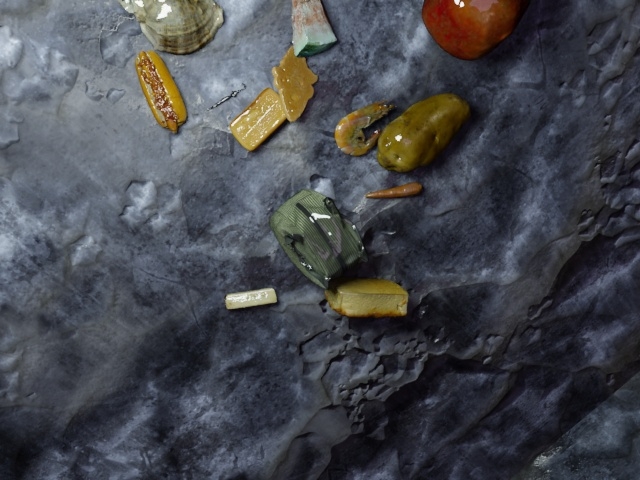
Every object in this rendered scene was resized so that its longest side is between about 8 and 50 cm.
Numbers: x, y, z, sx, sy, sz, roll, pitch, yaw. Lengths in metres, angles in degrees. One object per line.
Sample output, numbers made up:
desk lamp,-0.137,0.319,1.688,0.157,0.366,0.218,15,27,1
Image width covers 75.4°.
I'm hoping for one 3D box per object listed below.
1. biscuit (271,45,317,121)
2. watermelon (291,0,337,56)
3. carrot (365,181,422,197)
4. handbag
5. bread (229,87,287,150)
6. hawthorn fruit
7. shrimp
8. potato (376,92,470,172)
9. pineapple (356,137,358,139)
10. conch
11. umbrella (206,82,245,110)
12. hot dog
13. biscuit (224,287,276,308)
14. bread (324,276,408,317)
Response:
biscuit,-0.085,-0.502,1.332,0.162,0.035,0.250,7,84,-30
watermelon,-0.028,-0.713,1.282,0.154,0.094,0.241,-24,106,-26
carrot,0.270,-0.179,1.533,0.216,0.048,0.048,-10,108,-3
handbag,0.000,0.000,1.427,0.247,0.240,0.340,-36,109,-4
bread,-0.198,-0.392,1.351,0.200,0.077,0.116,-44,108,2
hawthorn fruit,0.468,-0.738,1.277,0.308,0.308,0.325,-41,107,2
shrimp,0.159,-0.393,1.426,0.249,0.068,0.150,-38,122,-2
potato,0.359,-0.373,1.434,0.369,0.176,0.195,-37,87,-3
pineapple,0.111,-0.345,1.461,0.045,0.019,0.083,-9,107,-15
conch,-0.426,-0.652,1.181,0.291,0.159,0.210,1,105,-14
umbrella,-0.304,-0.459,1.341,0.149,0.022,0.022,-35,134,7
hot dog,-0.488,-0.453,1.272,0.102,0.076,0.249,-21,109,-8
biscuit,-0.258,0.214,1.535,0.188,0.052,0.056,-6,91,-10
bread,0.168,0.212,1.555,0.275,0.185,0.114,5,101,-14
